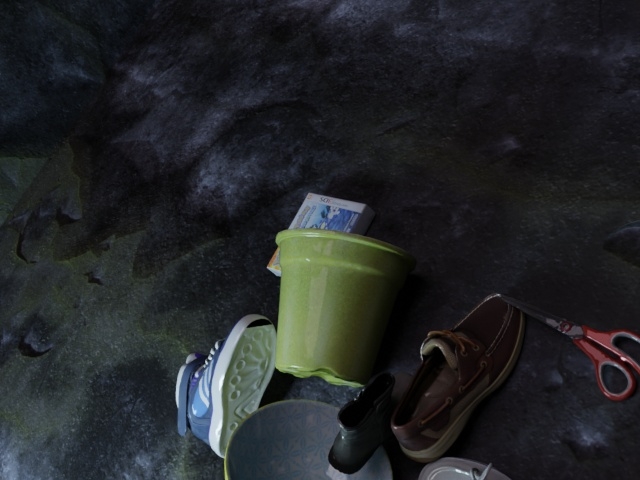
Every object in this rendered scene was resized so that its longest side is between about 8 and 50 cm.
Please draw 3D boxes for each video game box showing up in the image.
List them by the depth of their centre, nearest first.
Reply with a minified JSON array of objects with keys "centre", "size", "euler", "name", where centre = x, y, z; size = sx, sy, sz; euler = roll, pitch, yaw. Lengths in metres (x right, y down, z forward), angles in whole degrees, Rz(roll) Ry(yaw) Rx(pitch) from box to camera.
[{"centre":[0.000,0.000,1.954],"size":[0.187,0.048,0.205],"euler":[13,69,47],"name":"video game box"}]

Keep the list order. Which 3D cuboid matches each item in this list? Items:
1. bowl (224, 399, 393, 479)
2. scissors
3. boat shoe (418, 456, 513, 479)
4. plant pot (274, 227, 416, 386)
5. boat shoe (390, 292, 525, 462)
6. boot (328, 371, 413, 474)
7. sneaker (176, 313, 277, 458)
[{"centre":[-0.032,0.436,1.551],"size":[0.289,0.290,0.156],"euler":[-108,24,-44],"name":"bowl"},{"centre":[0.429,0.145,1.474],"size":[0.109,0.021,0.297],"euler":[-49,49,7],"name":"scissors"},{"centre":[0.258,0.419,1.338],"size":[0.135,0.156,0.367],"euler":[-53,40,-6],"name":"boat shoe"},{"centre":[0.024,0.138,1.696],"size":[0.276,0.276,0.253],"euler":[0,71,40],"name":"plant pot"},{"centre":[0.230,0.209,1.522],"size":[0.123,0.123,0.342],"euler":[20,63,47],"name":"boat shoe"},{"centre":[0.108,0.277,1.517],"size":[0.083,0.161,0.246],"euler":[32,47,20],"name":"boot"},{"centre":[-0.213,0.255,1.807],"size":[0.236,0.130,0.322],"euler":[34,119,46],"name":"sneaker"}]
